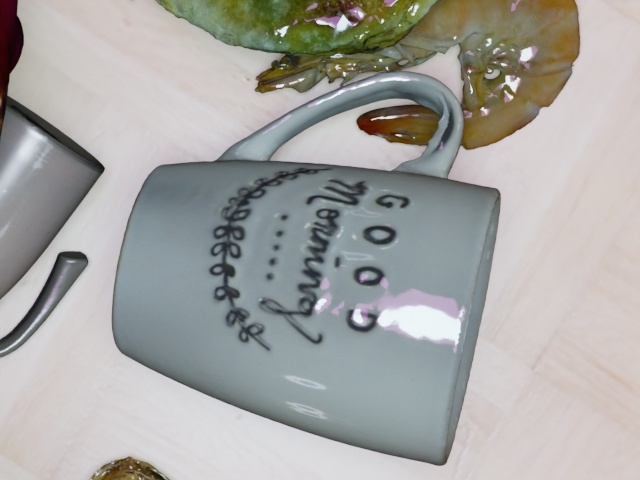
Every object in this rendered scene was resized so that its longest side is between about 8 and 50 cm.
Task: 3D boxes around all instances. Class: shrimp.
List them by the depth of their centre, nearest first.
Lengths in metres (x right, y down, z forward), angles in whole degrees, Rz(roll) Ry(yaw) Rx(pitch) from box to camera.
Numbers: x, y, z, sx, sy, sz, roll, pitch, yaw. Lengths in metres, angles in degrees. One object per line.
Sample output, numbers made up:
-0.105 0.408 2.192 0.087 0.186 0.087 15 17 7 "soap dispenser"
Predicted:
0.071 -0.124 1.403 0.236 0.053 0.133 -16 109 -5 "shrimp"

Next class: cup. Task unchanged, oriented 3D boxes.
0.000 0.000 1.335 0.234 0.186 0.258 13 74 8 "cup"

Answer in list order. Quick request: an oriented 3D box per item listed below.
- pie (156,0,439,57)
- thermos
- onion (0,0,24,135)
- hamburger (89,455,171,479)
-0.013 -0.252 1.359 0.277 0.078 0.277 -1 72 3 "pie"
-0.231 0.007 1.366 0.137 0.105 0.193 33 92 -31 "thermos"
-0.413 -0.124 1.202 0.398 0.398 0.420 -46 116 -2 "onion"
-0.136 0.194 1.382 0.076 0.044 0.083 44 90 -1 "hamburger"
